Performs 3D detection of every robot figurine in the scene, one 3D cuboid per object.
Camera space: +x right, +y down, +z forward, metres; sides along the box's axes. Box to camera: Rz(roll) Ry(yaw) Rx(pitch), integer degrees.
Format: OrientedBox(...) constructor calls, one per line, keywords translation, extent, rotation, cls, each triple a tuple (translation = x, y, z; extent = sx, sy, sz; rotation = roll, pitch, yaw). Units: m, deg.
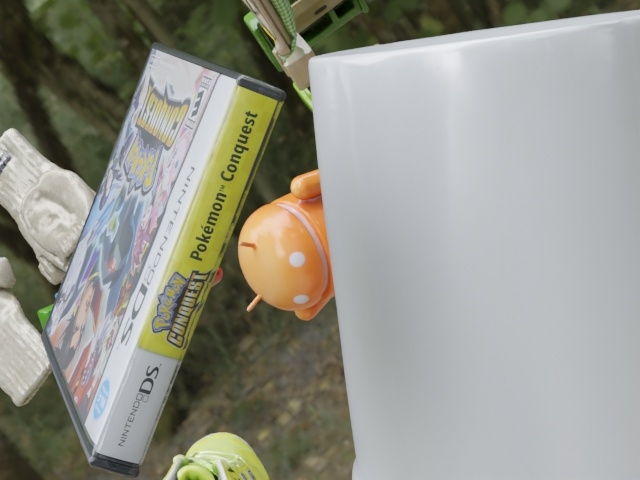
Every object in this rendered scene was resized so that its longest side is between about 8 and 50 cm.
OrientedBox(translation=(0.000, 0.002, 1.477), extent=(0.219, 0.128, 0.158), rotation=(-25, -11, -32), cls="robot figurine")

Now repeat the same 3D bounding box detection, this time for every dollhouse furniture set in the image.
OrientedBox(translation=(-0.028, -0.321, 1.664), extent=(0.151, 0.301, 0.197), rotation=(-36, 47, 0), cls="dollhouse furniture set")

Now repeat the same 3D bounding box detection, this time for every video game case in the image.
OrientedBox(translation=(-0.119, -0.005, 0.894), extent=(0.248, 0.035, 0.275), rotation=(-69, 22, 5), cls="video game case")

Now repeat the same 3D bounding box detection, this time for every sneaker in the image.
OrientedBox(translation=(-0.125, 0.313, 1.582), extent=(0.145, 0.147, 0.385), rotation=(2, 17, 0), cls="sneaker")

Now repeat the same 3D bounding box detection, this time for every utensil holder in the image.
OrientedBox(translation=(0.166, 0.018, 1.096), extent=(0.327, 0.385, 0.327), rotation=(-7, 9, 1), cls="utensil holder")

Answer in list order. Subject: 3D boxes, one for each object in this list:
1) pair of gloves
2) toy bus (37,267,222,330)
OrientedBox(translation=(-0.317, 0.029, 1.399), extent=(0.240, 0.204, 0.042), rotation=(-59, -24, 8), cls="pair of gloves")
OrientedBox(translation=(-0.230, 0.029, 1.515), extent=(0.191, 0.104, 0.202), rotation=(-22, 12, -24), cls="toy bus")
